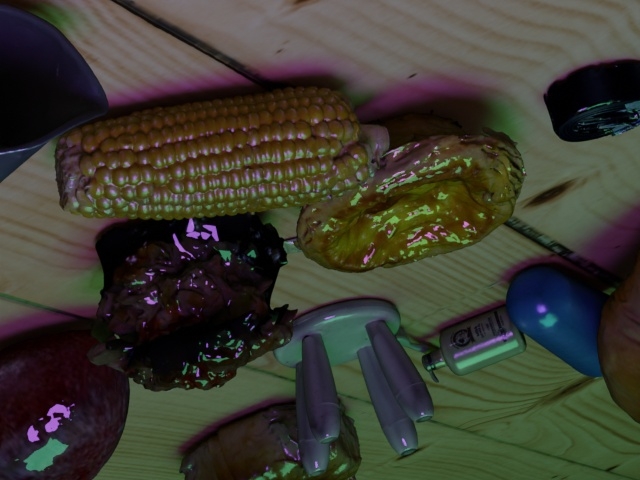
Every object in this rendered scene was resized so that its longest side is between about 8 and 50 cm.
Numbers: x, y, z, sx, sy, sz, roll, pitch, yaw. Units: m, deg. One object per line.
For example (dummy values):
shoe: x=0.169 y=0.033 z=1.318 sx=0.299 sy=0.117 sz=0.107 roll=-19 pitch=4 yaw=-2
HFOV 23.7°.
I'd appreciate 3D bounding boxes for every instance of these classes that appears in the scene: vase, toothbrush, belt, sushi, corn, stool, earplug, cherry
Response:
vase: x=-0.363 y=-0.092 z=1.393 sx=0.251 sy=0.156 sz=0.301 roll=16 pitch=149 yaw=-25
toothbrush: x=0.173 y=0.175 z=2.431 sx=0.021 sy=0.024 sz=0.288 roll=-23 pitch=157 yaw=19
belt: x=0.330 y=-0.158 z=1.779 sx=0.140 sy=0.058 sz=0.105 roll=-12 pitch=158 yaw=-12
sushi: x=-0.142 y=0.081 z=1.791 sx=0.225 sy=0.218 sz=0.238 roll=9 pitch=144 yaw=-38
corn: x=-0.099 y=-0.088 z=1.575 sx=0.347 sy=0.130 sz=0.130 roll=-6 pitch=154 yaw=-14
stool: x=0.047 y=0.212 z=2.216 sx=0.195 sy=0.198 sz=0.195 roll=-12 pitch=157 yaw=-13
earplug: x=0.371 y=0.115 z=2.310 sx=0.132 sy=0.132 sz=0.273 roll=-28 pitch=150 yaw=23
cherry: x=-0.363 y=0.227 z=1.986 sx=0.300 sy=0.203 sz=0.230 roll=-43 pitch=145 yaw=20

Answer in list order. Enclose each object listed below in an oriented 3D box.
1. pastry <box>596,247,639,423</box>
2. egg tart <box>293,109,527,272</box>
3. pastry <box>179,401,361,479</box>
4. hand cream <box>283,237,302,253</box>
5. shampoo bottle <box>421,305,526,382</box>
pastry: x=0.592 y=0.117 z=2.221 sx=0.410 sy=0.245 sz=0.409 roll=-28 pitch=144 yaw=-22
egg tart: x=0.096 y=-0.063 z=1.766 sx=0.295 sy=0.116 sz=0.295 roll=-15 pitch=158 yaw=-7
pastry: x=-0.071 y=0.382 z=2.571 sx=0.330 sy=0.136 sz=0.329 roll=-15 pitch=155 yaw=-7
hand cream: x=0.000 y=0.000 z=1.951 sx=0.102 sy=0.022 sz=0.035 roll=-11 pitch=156 yaw=0
shampoo bottle: x=0.234 y=0.164 z=2.372 sx=0.162 sy=0.079 sz=0.079 roll=-22 pitch=155 yaw=11
